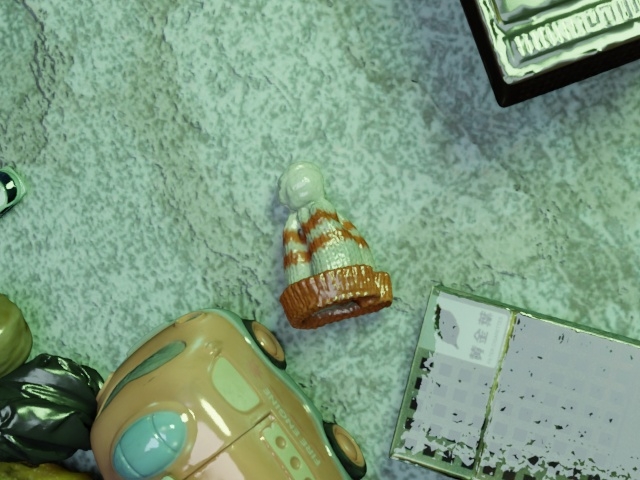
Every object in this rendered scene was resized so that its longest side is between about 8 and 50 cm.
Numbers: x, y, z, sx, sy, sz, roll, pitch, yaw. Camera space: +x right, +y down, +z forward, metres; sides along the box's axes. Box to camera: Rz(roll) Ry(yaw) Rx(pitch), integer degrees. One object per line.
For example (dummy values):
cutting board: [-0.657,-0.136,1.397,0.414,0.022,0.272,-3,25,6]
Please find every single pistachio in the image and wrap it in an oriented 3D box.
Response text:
pistachio: [-0.383,0.122,1.326,0.185,0.126,0.108,-33,118,19]

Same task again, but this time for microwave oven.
microwave oven: [0.205,-0.262,1.133,0.178,0.188,0.248,-19,86,8]

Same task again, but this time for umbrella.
umbrella: [-0.368,0.190,1.239,0.118,0.340,0.118,15,108,54]

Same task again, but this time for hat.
hat: [0.000,0.000,1.258,0.112,0.093,0.162,-17,72,4]

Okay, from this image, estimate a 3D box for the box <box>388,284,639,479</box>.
box: [0.244,0.172,1.225,0.324,0.047,0.180,15,97,10]

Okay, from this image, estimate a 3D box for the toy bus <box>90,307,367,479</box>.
toy bus: [-0.103,0.218,1.216,0.194,0.232,0.288,-38,88,16]

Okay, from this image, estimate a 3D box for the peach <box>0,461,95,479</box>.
peach: [-0.341,0.355,1.288,0.361,0.258,0.201,13,122,-8]

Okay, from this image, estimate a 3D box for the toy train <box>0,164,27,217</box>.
toy train: [-0.401,-0.007,1.355,0.207,0.047,0.043,-38,87,14]
